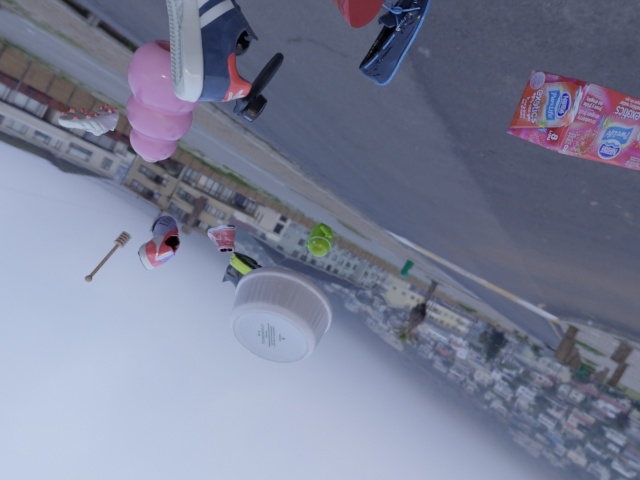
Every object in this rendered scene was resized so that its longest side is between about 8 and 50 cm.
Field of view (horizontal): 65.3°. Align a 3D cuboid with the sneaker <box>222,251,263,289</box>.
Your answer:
[{"bbox_3d":[-0.203,0.168,1.682,0.300,0.121,0.111,38,-166,15],"label":"sneaker"}]

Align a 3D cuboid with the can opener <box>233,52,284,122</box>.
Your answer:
[{"bbox_3d":[-0.146,-0.370,1.198,0.073,0.186,0.059,34,170,-19],"label":"can opener"}]

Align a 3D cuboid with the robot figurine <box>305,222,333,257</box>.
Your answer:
[{"bbox_3d":[0.000,0.000,1.467,0.067,0.101,0.115,32,-139,-15],"label":"robot figurine"}]

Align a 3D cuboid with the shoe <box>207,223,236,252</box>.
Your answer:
[{"bbox_3d":[-0.321,0.000,1.614,0.063,0.081,0.178,7,169,-30],"label":"shoe"}]

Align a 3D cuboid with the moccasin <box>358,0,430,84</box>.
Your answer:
[{"bbox_3d":[0.230,-0.655,1.537,0.117,0.342,0.138,19,-165,-20],"label":"moccasin"}]

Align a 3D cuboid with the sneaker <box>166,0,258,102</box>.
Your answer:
[{"bbox_3d":[-0.191,-0.416,0.900,0.148,0.350,0.131,-2,178,-29],"label":"sneaker"}]

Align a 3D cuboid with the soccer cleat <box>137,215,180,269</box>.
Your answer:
[{"bbox_3d":[-0.531,-0.005,1.740,0.318,0.116,0.108,-94,-14,-65],"label":"soccer cleat"}]

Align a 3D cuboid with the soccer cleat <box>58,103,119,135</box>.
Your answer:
[{"bbox_3d":[-0.610,-0.313,1.332,0.068,0.076,0.196,23,-154,12],"label":"soccer cleat"}]

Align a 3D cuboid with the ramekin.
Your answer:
[{"bbox_3d":[-0.111,0.209,1.313,0.273,0.273,0.127,29,-137,-7],"label":"ramekin"}]

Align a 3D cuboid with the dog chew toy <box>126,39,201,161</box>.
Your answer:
[{"bbox_3d":[-0.437,-0.369,1.379,0.206,0.332,0.206,18,-150,-11],"label":"dog chew toy"}]

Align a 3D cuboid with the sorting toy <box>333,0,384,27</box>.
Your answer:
[{"bbox_3d":[0.117,-0.578,0.933,0.126,0.365,0.127,36,180,25],"label":"sorting toy"}]

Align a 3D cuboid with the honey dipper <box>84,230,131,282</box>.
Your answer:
[{"bbox_3d":[-0.540,0.042,1.261,0.030,0.160,0.030,19,143,15],"label":"honey dipper"}]

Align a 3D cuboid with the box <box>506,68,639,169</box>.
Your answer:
[{"bbox_3d":[0.494,-0.219,0.920,0.257,0.122,0.128,3,-155,-30],"label":"box"}]
